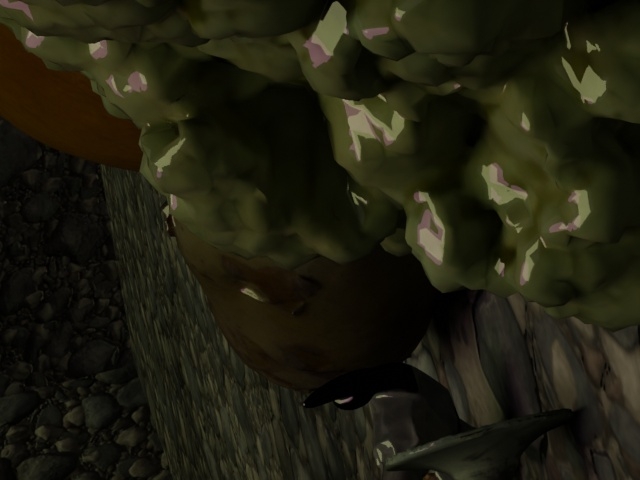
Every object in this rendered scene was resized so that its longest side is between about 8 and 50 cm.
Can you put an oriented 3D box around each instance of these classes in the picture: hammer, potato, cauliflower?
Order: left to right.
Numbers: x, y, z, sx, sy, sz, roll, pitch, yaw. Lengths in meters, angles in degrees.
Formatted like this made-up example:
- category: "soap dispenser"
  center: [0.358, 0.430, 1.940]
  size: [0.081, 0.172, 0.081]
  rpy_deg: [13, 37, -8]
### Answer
- category: "potato"
  center: [0.000, 0.000, 1.033]
  size: [0.262, 0.165, 0.165]
  rpy_deg: [74, 177, -59]
- category: "hammer"
  center: [0.029, 0.256, 0.867]
  size: [0.152, 0.044, 0.427]
  rpy_deg: [40, -134, -40]
- category: "cauliflower"
  center: [0.043, -0.104, 0.432]
  size: [0.281, 0.327, 0.260]
  rpy_deg: [-17, 80, 50]

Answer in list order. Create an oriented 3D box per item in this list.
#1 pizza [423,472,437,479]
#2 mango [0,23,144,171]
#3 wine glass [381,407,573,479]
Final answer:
- category: "pizza"
  center: [0.080, 0.255, 1.131]
  size: [0.154, 0.069, 0.194]
  rpy_deg: [103, 153, -64]
- category: "mango"
  center: [-0.130, -0.183, 1.086]
  size: [0.232, 0.300, 0.446]
  rpy_deg: [-60, 8, -26]
- category: "wine glass"
  center: [0.107, 0.207, 0.850]
  size: [0.103, 0.103, 0.231]
  rpy_deg: [118, 139, -73]
